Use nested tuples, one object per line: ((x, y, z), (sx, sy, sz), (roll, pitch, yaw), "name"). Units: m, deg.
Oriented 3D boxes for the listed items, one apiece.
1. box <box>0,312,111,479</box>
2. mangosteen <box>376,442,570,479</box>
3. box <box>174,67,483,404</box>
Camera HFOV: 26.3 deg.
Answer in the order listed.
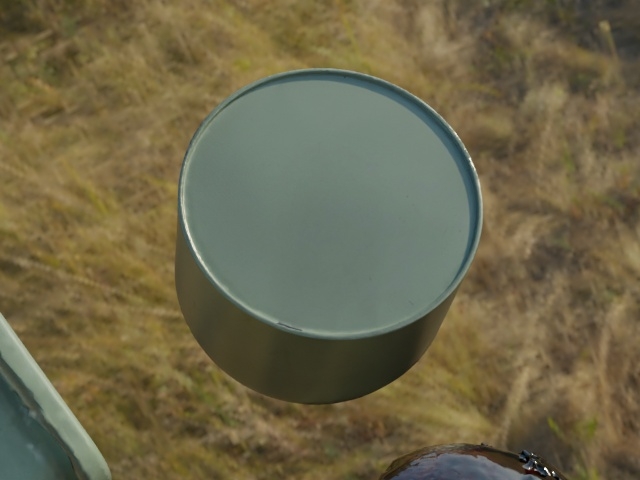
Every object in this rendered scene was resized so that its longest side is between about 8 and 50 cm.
((-0.287, 0.069, 0.748), (0.182, 0.311, 0.175), (-40, 17, -27), "box")
((0.150, 0.421, 1.545), (0.381, 0.381, 0.421), (-48, 5, -34), "mangosteen")
((0.000, 0.000, 1.061), (0.226, 0.149, 0.226), (3, 64, -6), "box")
